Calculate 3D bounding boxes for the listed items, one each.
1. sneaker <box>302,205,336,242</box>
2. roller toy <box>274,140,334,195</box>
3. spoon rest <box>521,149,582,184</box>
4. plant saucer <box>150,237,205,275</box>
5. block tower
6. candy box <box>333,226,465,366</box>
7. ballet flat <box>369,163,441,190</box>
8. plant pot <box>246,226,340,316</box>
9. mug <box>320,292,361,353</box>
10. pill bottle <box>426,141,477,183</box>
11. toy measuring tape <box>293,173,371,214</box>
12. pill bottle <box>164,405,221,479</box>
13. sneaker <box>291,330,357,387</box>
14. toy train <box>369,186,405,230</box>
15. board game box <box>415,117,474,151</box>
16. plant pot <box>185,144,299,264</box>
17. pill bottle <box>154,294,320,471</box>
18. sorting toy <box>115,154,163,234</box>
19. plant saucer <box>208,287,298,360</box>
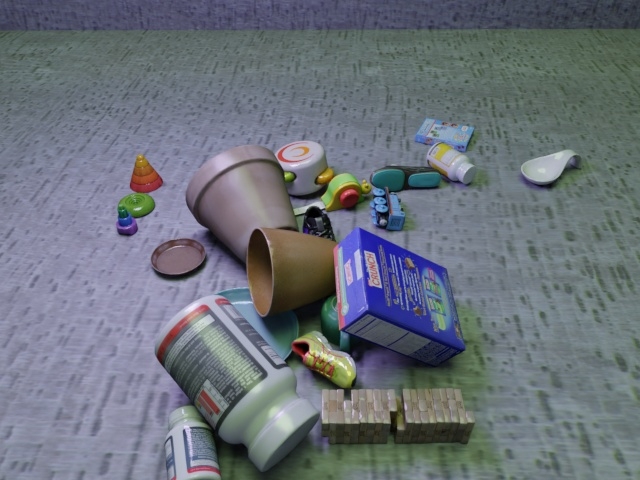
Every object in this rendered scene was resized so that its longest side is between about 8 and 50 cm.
[{"bbox_3d":[-0.001,0.000,1.675,0.102,0.146,0.293,-10,41,-12],"label":"sneaker"},{"bbox_3d":[-0.066,-0.258,1.977,0.209,0.146,0.191,-15,37,-3],"label":"roller toy"},{"bbox_3d":[0.877,-0.281,2.056,0.276,0.084,0.137,-19,44,-23],"label":"spoon rest"},{"bbox_3d":[-0.440,0.056,1.700,0.168,0.029,0.169,0,41,0],"label":"plant saucer"},{"bbox_3d":[0.169,0.400,1.248,0.335,0.091,0.097,1,41,0],"label":"block tower"},{"bbox_3d":[0.195,0.145,1.393,0.317,0.122,0.268,26,40,-26],"label":"candy box"},{"bbox_3d":[0.302,-0.233,2.002,0.280,0.095,0.096,1,29,-15],"label":"ballet flat"},{"bbox_3d":[-0.049,0.075,1.488,0.254,0.237,0.237,-4,39,-24],"label":"plant pot"},{"bbox_3d":[0.072,0.210,1.465,0.129,0.098,0.158,-22,45,-24],"label":"mug"},{"bbox_3d":[0.492,-0.287,2.046,0.103,0.103,0.184,-24,46,-26],"label":"pill bottle"},{"bbox_3d":[0.026,-0.161,1.887,0.329,0.122,0.121,-13,42,-16],"label":"toy measuring tape"},{"bbox_3d":[-0.277,0.453,1.172,0.107,0.108,0.180,-11,42,-12],"label":"pill bottle"},{"bbox_3d":[0.004,0.302,1.354,0.094,0.082,0.208,-1,22,-42],"label":"sneaker"},{"bbox_3d":[0.228,-0.110,1.863,0.105,0.080,0.184,7,38,-6],"label":"toy train"},{"bbox_3d":[0.519,-0.443,2.279,0.211,0.039,0.160,16,43,19],"label":"board game box"},{"bbox_3d":[-0.209,-0.083,1.686,0.323,0.323,0.280,-23,61,-24],"label":"plant pot"},{"bbox_3d":[-0.185,0.313,1.220,0.210,0.210,0.363,-33,65,-32],"label":"pill bottle"},{"bbox_3d":[-0.645,-0.178,1.901,0.126,0.126,0.366,0,40,-1],"label":"sorting toy"},{"bbox_3d":[-0.216,0.252,1.460,0.317,0.044,0.318,0,41,0],"label":"plant saucer"}]
